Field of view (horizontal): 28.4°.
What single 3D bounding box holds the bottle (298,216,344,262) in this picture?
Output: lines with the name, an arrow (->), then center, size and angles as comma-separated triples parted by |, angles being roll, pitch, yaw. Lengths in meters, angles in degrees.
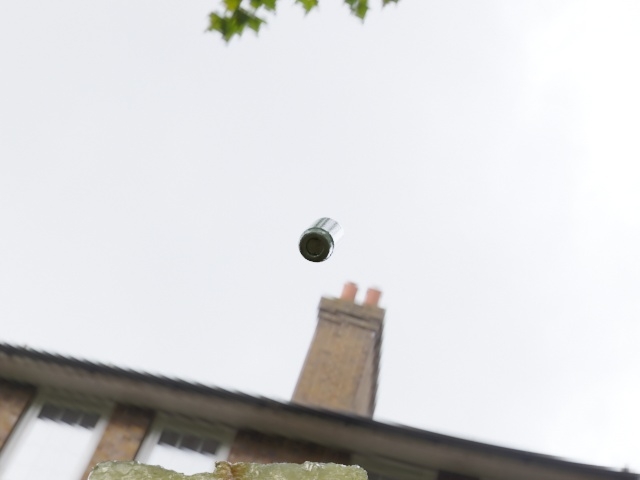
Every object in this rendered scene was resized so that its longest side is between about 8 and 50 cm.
bottle -> 0.000, 0.000, 1.021 | 0.030, 0.083, 0.030 | 1, -83, 7

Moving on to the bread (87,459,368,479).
bread -> -0.149, 0.448, 1.373 | 0.345, 0.242, 0.405 | 12, -76, -11
